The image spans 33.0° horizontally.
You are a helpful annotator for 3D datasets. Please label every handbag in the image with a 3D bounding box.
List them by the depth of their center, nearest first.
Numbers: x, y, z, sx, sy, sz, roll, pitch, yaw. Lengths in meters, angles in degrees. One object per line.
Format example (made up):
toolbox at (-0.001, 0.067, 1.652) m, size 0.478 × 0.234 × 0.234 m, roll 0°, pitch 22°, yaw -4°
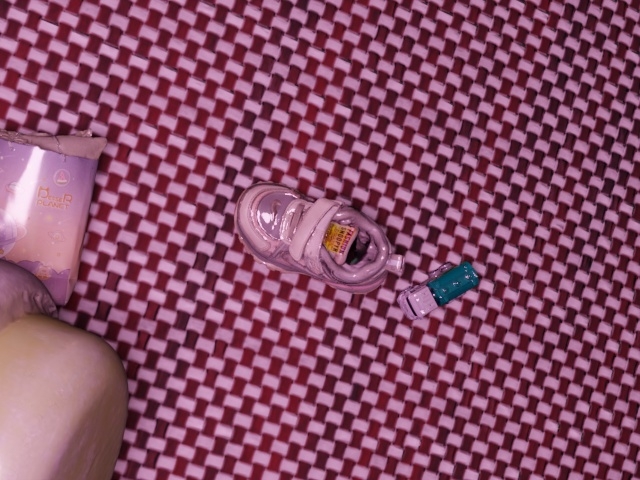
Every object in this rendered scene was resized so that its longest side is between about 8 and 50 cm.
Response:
handbag at (-0.275, -0.031, 1.018) m, size 0.117 × 0.095 × 0.173 m, roll 13°, pitch 92°, yaw -17°

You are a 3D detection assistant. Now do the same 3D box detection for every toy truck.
toy truck at (0.127, 0.053, 1.156) m, size 0.083 × 0.044 × 0.039 m, roll -28°, pitch 93°, yaw -16°

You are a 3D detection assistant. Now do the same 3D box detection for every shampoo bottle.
shampoo bottle at (-0.338, 0.157, 0.868) m, size 0.317 × 0.322 × 0.323 m, roll 21°, pitch 82°, yaw 9°

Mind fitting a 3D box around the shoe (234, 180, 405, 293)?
shoe at (0.000, 0.000, 1.094) m, size 0.180 × 0.092 × 0.089 m, roll 25°, pitch 82°, yaw -14°
